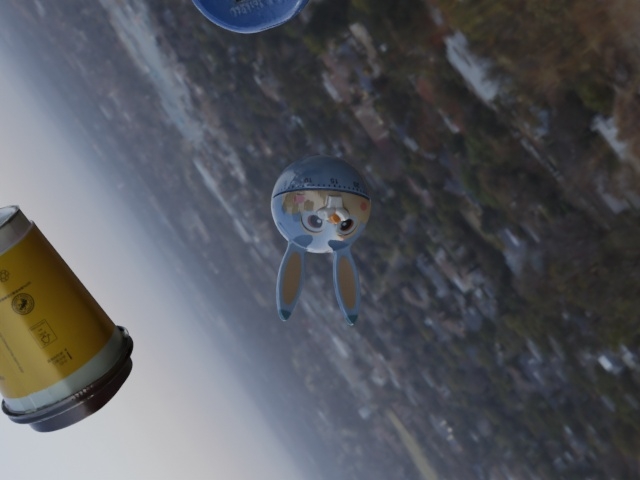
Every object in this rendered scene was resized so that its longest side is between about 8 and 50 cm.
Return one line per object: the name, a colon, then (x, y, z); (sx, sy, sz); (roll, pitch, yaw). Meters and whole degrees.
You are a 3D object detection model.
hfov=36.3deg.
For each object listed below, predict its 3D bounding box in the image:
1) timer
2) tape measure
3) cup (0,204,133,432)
timer: (0.004, -0.018, 1.511); (0.175, 0.175, 0.255); (65, -164, -53)
tape measure: (-0.165, -0.395, 1.419); (0.098, 0.352, 0.215); (-66, -40, -69)
cup: (-0.383, 0.102, 1.296); (0.279, 0.196, 0.196); (62, 170, -20)
